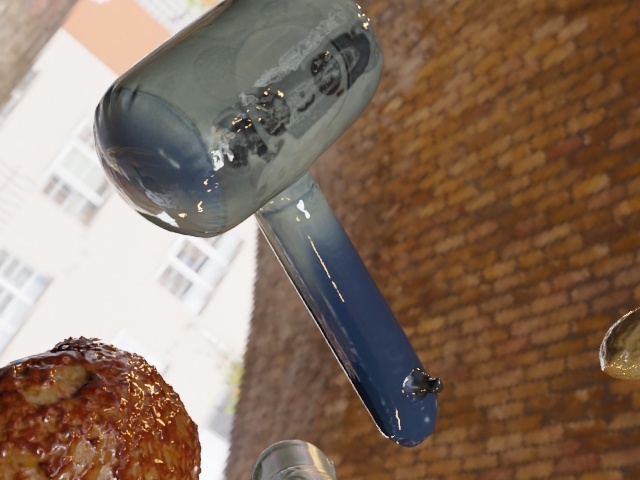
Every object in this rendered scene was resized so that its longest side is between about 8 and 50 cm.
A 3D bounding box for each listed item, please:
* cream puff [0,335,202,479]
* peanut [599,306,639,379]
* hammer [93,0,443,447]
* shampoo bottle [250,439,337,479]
[{"bbox_3d":[-0.171,0.185,0.866,0.240,0.164,0.240,-59,176,-6],"label":"cream puff"},{"bbox_3d":[0.242,0.062,0.919,0.113,0.054,0.054,-27,-161,-17],"label":"peanut"},{"bbox_3d":[0.000,0.000,0.508,0.069,0.194,0.116,-6,-149,48],"label":"hammer"},{"bbox_3d":[0.001,0.122,0.476,0.069,0.041,0.190,-23,-164,-4],"label":"shampoo bottle"}]
